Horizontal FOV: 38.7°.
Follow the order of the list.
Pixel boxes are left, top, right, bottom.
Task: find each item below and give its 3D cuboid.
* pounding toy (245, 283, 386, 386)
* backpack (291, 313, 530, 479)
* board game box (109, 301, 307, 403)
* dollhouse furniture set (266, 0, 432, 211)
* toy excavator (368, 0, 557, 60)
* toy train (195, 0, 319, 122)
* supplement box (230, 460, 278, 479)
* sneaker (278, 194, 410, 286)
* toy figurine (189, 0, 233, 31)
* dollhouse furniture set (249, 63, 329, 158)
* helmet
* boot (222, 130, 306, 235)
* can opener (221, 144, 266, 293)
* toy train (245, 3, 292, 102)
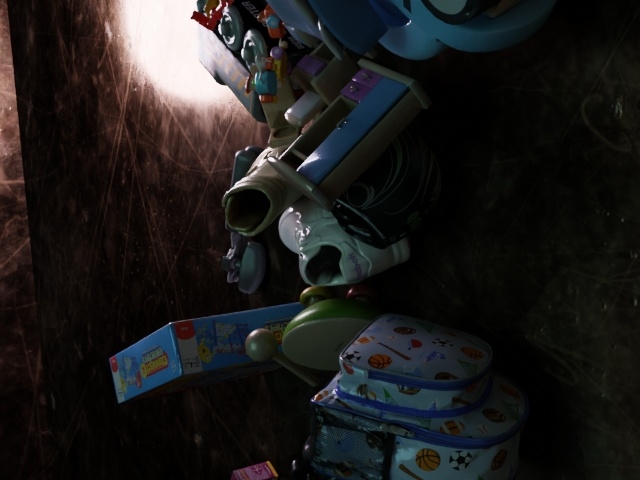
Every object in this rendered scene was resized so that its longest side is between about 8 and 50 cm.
[{"bbox_3d":[0.012,0.128,1.440,0.236,0.183,0.110,-28,49,36],"label":"pounding toy"},{"bbox_3d":[0.137,0.225,1.187,0.263,0.276,0.213,18,117,18],"label":"backpack"},{"bbox_3d":[-0.176,0.197,1.611,0.308,0.301,0.086,-30,71,55],"label":"board game box"},{"bbox_3d":[-0.057,-0.238,1.180,0.198,0.303,0.286,-46,36,-5],"label":"dollhouse furniture set"},{"bbox_3d":[0.094,-0.351,1.178,0.433,0.222,0.445,48,157,17],"label":"toy excavator"},{"bbox_3d":[-0.114,-0.327,1.586,0.334,0.142,0.190,50,147,38],"label":"toy train"},{"bbox_3d":[-0.132,0.476,1.794,0.043,0.083,0.055,50,133,40],"label":"supplement box"},{"bbox_3d":[0.000,0.000,1.435,0.305,0.152,0.114,10,125,57],"label":"sneaker"},{"bbox_3d":[-0.179,-0.536,1.400,0.363,0.217,0.191,-66,16,-4],"label":"toy figurine"},{"bbox_3d":[-0.031,-0.197,1.394,0.151,0.144,0.123,-85,-19,-55],"label":"dollhouse furniture set"},{"bbox_3d":[0.089,-0.087,1.285,0.161,0.169,0.169,-51,35,-12],"label":"helmet"},{"bbox_3d":[-0.096,-0.081,1.516,0.262,0.203,0.095,-21,109,51],"label":"boot"},{"bbox_3d":[-0.134,-0.040,1.732,0.093,0.074,0.281,15,114,19],"label":"can opener"},{"bbox_3d":[-0.083,-0.277,1.343,0.125,0.046,0.166,76,-159,-44],"label":"toy train"}]
